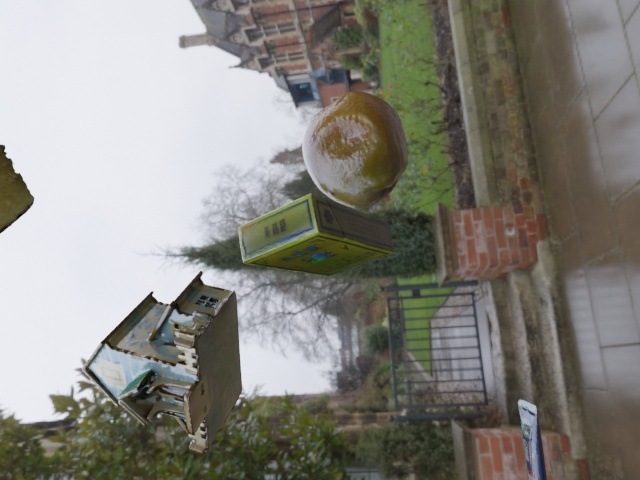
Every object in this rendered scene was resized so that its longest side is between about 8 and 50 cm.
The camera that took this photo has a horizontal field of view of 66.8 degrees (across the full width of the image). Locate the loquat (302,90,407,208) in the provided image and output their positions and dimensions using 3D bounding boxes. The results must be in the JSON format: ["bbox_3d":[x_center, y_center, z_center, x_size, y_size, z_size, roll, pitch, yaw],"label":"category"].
[{"bbox_3d":[0.095,-0.229,1.251,0.284,0.276,0.276,58,-177,11],"label":"loquat"}]

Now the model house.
[{"bbox_3d":[-0.248,0.185,0.750,0.178,0.206,0.271,-59,-23,-52],"label":"model house"}]

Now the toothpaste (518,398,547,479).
[{"bbox_3d":[0.265,0.269,0.601,0.037,0.021,0.140,172,90,-79],"label":"toothpaste"}]

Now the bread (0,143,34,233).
[{"bbox_3d":[-0.456,-0.085,0.522,0.266,0.141,0.178,81,-163,-45],"label":"bread"}]

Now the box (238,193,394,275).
[{"bbox_3d":[0.000,0.001,0.749,0.220,0.141,0.064,11,-117,-54],"label":"box"}]
